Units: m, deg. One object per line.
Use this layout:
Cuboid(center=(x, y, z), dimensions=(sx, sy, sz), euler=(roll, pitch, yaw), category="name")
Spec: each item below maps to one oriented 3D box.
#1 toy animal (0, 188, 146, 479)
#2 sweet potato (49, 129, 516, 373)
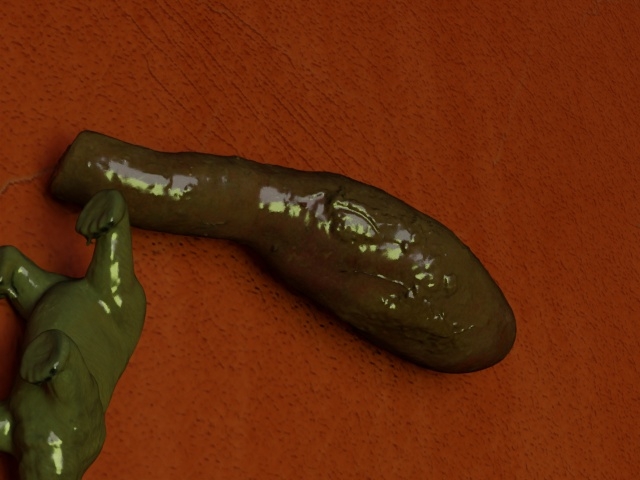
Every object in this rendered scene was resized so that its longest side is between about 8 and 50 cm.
Cuboid(center=(-0.155, 0.084, 0.767), dimensions=(0.101, 0.103, 0.219), euler=(54, 35, -40), category="toy animal")
Cuboid(center=(0.000, 0.000, 0.924), dimensions=(0.385, 0.109, 0.109), euler=(27, 53, -27), category="sweet potato")
